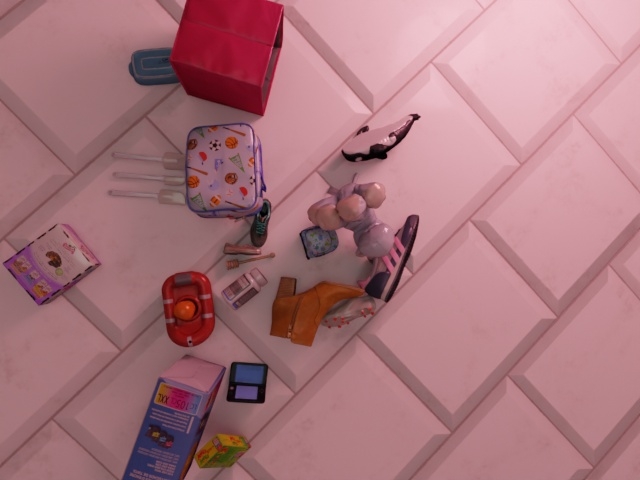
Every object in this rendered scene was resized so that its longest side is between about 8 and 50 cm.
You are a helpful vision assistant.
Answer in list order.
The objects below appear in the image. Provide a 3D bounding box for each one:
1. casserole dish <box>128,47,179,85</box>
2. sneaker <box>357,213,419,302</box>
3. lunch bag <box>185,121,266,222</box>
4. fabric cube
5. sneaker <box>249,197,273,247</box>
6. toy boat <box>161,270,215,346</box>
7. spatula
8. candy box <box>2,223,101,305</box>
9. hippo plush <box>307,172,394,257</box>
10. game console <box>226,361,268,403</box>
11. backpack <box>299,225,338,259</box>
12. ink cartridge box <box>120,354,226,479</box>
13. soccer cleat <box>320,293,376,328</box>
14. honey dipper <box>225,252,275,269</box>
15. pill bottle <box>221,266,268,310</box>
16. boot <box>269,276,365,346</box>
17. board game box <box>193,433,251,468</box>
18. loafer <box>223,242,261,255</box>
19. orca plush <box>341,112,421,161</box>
[{"bbox_3d":[-0.519,-0.561,1.297,0.188,0.037,0.114,-8,91,-9],"label":"casserole dish"},{"bbox_3d":[0.229,0.040,1.360,0.131,0.112,0.319,21,74,22],"label":"sneaker"},{"bbox_3d":[-0.289,-0.208,1.261,0.243,0.115,0.303,-4,81,-1],"label":"lunch bag"},{"bbox_3d":[-0.266,-0.565,1.223,0.258,0.254,0.259,15,88,-5],"label":"fabric cube"},{"bbox_3d":[-0.194,-0.060,1.313,0.065,0.076,0.166,8,88,-7],"label":"sneaker"},{"bbox_3d":[-0.409,0.213,1.243,0.151,0.151,0.231,-8,90,-7],"label":"toy boat"},{"bbox_3d":[-0.549,-0.206,1.300,0.242,0.019,0.168,5,94,-7],"label":"spatula"},{"bbox_3d":[-0.809,0.071,1.232,0.196,0.070,0.165,-38,94,-6],"label":"candy box"},{"bbox_3d":[0.107,-0.046,1.278,0.234,0.294,0.236,-28,109,-4],"label":"hippo plush"},{"bbox_3d":[-0.234,0.458,1.306,0.122,0.107,0.071,6,117,-7],"label":"game console"},{"bbox_3d":[0.000,0.000,1.335,0.114,0.084,0.105,-17,94,-10],"label":"backpack"},{"bbox_3d":[-0.428,0.566,1.176,0.151,0.270,0.395,21,87,-2],"label":"ink cartridge box"},{"bbox_3d":[0.090,0.236,1.360,0.196,0.076,0.068,-20,132,7],"label":"soccer cleat"},{"bbox_3d":[-0.228,0.063,1.332,0.161,0.030,0.030,-14,91,-10],"label":"honey dipper"},{"bbox_3d":[-0.242,0.153,1.303,0.137,0.078,0.078,-38,94,-7],"label":"pill bottle"},{"bbox_3d":[-0.011,0.235,1.307,0.295,0.104,0.211,4,81,9],"label":"boot"},{"bbox_3d":[-0.295,0.646,1.244,0.092,0.181,0.043,-43,58,-6],"label":"board game box"},{"bbox_3d":[-0.253,0.026,1.317,0.125,0.045,0.039,1,76,4],"label":"loafer"},{"bbox_3d":[0.208,-0.332,1.385,0.287,0.102,0.151,-40,49,-16],"label":"orca plush"}]
